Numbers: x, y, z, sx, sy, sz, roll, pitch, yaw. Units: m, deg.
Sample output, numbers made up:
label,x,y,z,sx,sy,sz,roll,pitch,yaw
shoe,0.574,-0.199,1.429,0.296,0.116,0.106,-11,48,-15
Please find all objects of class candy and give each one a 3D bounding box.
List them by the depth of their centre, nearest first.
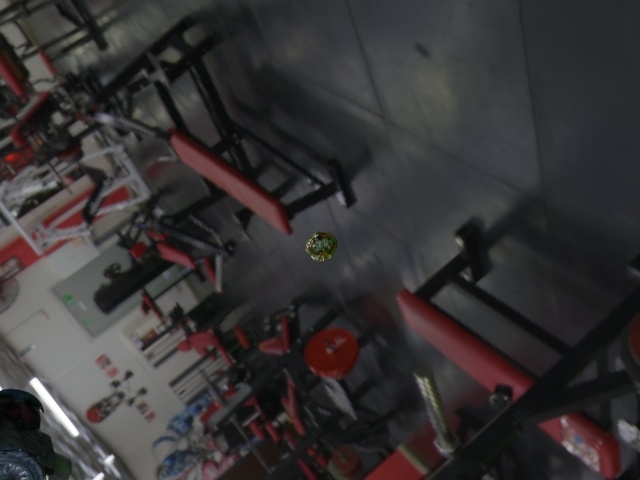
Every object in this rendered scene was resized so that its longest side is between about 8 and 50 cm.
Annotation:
label,x,y,z,sx,sy,sz,roll,pitch,yaw
candy,0.000,0.000,0.947,0.035,0.035,0.123,16,-173,-4

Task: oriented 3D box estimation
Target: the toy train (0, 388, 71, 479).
label,x,y,z,sx,sy,sz,roll,pitch,yaw
toy train,-0.385,0.200,0.678,0.300,0.202,0.131,36,-172,-30
